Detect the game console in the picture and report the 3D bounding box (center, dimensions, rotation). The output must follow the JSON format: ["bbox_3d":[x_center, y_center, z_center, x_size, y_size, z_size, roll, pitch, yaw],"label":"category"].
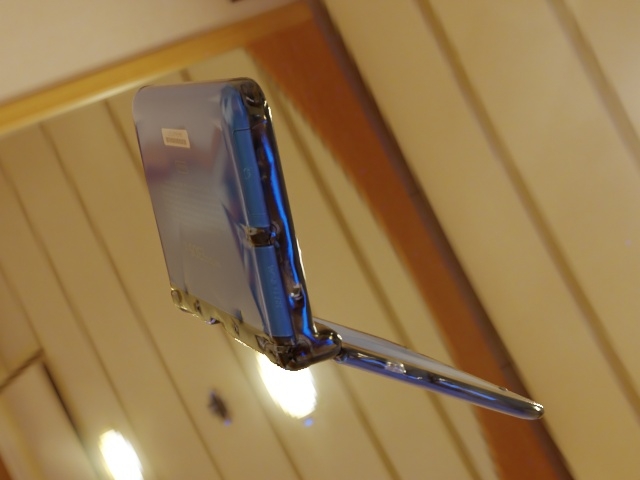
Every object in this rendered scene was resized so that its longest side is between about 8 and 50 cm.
[{"bbox_3d":[0.000,0.000,0.947,0.293,0.173,0.250,-166,-117,-69],"label":"game console"}]
